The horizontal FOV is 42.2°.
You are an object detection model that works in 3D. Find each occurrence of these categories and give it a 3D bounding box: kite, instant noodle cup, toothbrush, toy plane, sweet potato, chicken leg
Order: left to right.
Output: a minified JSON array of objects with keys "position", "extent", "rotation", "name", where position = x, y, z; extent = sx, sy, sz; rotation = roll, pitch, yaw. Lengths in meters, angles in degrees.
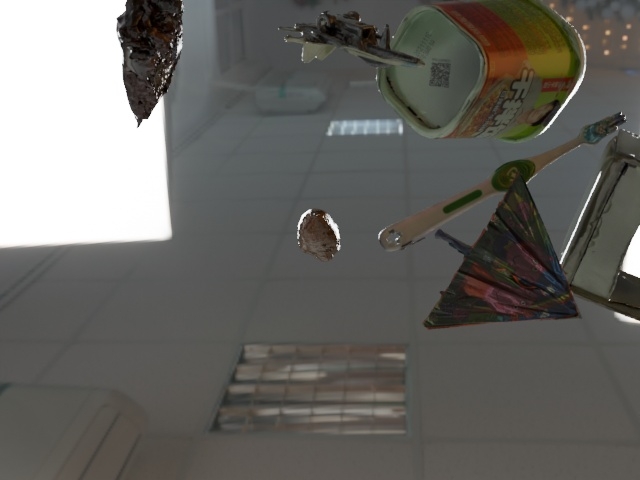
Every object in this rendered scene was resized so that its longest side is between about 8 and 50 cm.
[{"position":[-0.188,-0.213,0.913],"extent":[0.063,0.105,0.234],"rotation":[29,159,-2],"name":"chicken leg"},{"position":[0.000,0.000,1.141],"extent":[0.060,0.068,0.206],"rotation":[-29,169,0],"name":"sweet potato"},{"position":[0.060,-0.323,1.325],"extent":[0.261,0.088,0.192],"rotation":[15,-155,38],"name":"toy plane"},{"position":[0.283,-0.311,1.516],"extent":[0.293,0.294,0.307],"rotation":[13,-160,40],"name":"instant noodle cup"},{"position":[0.259,-0.085,1.166],"extent":[0.417,0.042,0.040],"rotation":[-27,176,-14],"name":"toothbrush"},{"position":[0.260,0.052,1.164],"extent":[0.233,0.321,0.016],"rotation":[29,-138,5],"name":"kite"}]

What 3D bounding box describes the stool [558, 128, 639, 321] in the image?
[{"position":[0.546,-0.007,1.324],"extent":[0.269,0.244,0.170],"rotation":[22,-153,13],"name":"stool"}]
